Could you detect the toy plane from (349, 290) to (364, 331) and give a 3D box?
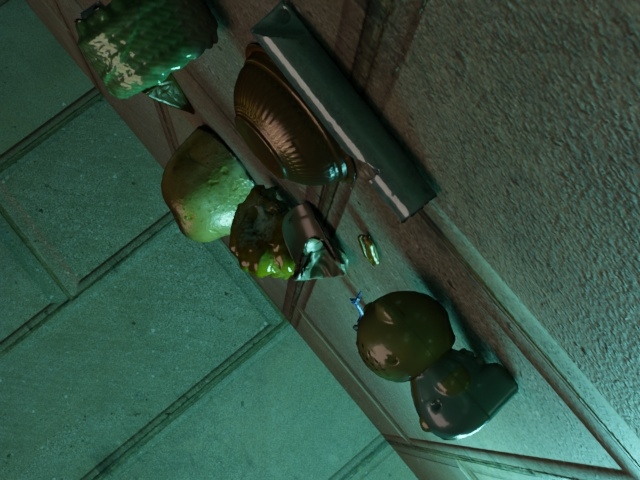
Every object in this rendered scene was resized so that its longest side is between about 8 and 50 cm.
[{"bbox_3d":[0.104,0.177,2.026,0.062,0.054,0.167,10,146,36],"label":"toy plane"}]

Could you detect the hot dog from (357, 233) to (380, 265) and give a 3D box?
[{"bbox_3d":[0.089,0.015,1.576,0.037,0.021,0.083,33,161,29],"label":"hot dog"}]

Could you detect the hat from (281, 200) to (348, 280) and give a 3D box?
[{"bbox_3d":[0.000,0.000,1.826,0.147,0.085,0.175,-12,98,43],"label":"hat"}]

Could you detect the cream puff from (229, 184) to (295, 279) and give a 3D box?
[{"bbox_3d":[-0.101,0.003,1.962,0.221,0.194,0.195,49,171,38],"label":"cream puff"}]

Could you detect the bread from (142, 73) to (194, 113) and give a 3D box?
[{"bbox_3d":[-0.383,-0.349,2.182,0.074,0.084,0.139,40,166,43],"label":"bread"}]

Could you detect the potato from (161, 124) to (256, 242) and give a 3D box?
[{"bbox_3d":[-0.286,-0.120,2.222,0.285,0.242,0.242,59,168,-25],"label":"potato"}]

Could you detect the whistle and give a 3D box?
[{"bbox_3d":[0.029,-0.159,1.102,0.312,0.062,0.062,52,170,-2],"label":"whistle"}]

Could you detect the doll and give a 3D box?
[{"bbox_3d":[0.172,0.195,1.450,0.261,0.161,0.177,48,171,1],"label":"doll"}]

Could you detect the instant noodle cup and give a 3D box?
[{"bbox_3d":[-0.063,-0.171,1.387,0.274,0.090,0.274,48,170,12],"label":"instant noodle cup"}]

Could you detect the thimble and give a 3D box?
[{"bbox_3d":[-0.276,-0.338,1.414,0.150,0.219,0.219,57,169,-20],"label":"thimble"}]

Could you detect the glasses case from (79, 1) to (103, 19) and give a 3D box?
[{"bbox_3d":[-0.538,-0.523,2.383,0.105,0.056,0.266,18,155,25],"label":"glasses case"}]
